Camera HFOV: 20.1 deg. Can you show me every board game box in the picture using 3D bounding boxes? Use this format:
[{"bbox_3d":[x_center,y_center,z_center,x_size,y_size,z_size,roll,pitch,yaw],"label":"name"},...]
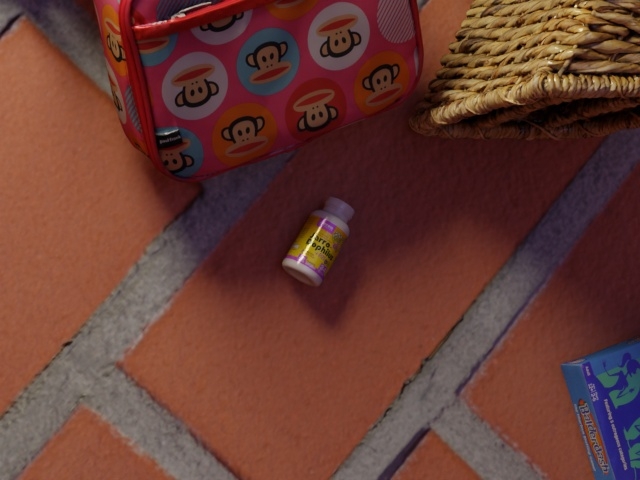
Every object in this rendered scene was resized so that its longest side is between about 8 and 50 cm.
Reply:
[{"bbox_3d":[0.368,0.171,1.875,0.210,0.047,0.160,-19,93,-22],"label":"board game box"}]

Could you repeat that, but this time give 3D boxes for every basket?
[{"bbox_3d":[0.262,-0.158,1.722,0.213,0.299,0.223,33,73,-17],"label":"basket"}]

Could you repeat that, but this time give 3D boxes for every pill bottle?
[{"bbox_3d":[0.000,0.000,1.745,0.043,0.043,0.083,34,75,-16],"label":"pill bottle"}]

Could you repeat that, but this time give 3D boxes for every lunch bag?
[{"bbox_3d":[-0.057,-0.212,1.646,0.293,0.120,0.258,-22,123,-18],"label":"lunch bag"}]
